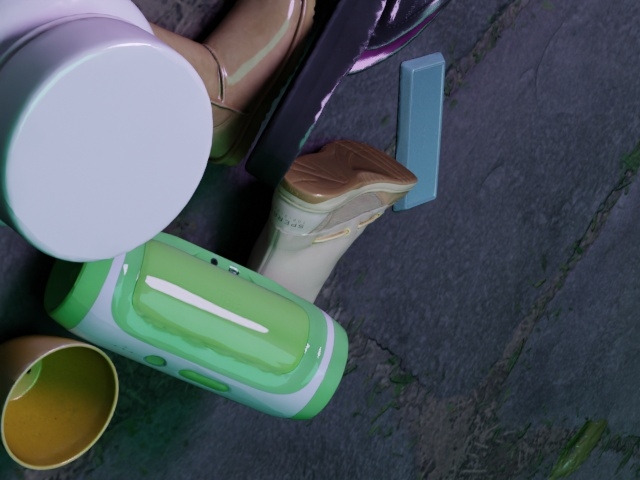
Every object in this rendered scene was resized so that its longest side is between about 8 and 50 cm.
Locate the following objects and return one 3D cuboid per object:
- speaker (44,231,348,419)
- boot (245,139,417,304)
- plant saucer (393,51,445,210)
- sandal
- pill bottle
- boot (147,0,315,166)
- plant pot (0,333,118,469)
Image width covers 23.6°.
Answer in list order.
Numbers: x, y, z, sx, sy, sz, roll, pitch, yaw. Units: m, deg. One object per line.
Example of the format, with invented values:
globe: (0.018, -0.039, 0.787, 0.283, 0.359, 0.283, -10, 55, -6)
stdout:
speaker: (-0.123, 0.080, 1.549, 0.296, 0.131, 0.131, 25, 92, -23)
boot: (0.000, 0.000, 1.725, 0.262, 0.095, 0.203, -22, 141, -61)
plant saucer: (0.120, -0.127, 1.835, 0.067, 0.018, 0.192, -20, 123, -37)
sandal: (0.069, -0.234, 1.592, 0.107, 0.167, 0.446, 30, 78, -5)
pill bottle: (-0.251, -0.135, 1.194, 0.204, 0.361, 0.204, -22, 129, -31)
boot: (-0.145, -0.194, 1.484, 0.269, 0.089, 0.236, 14, 100, -46)
plant pot: (-0.282, 0.146, 1.518, 0.134, 0.095, 0.134, -22, 125, -37)
